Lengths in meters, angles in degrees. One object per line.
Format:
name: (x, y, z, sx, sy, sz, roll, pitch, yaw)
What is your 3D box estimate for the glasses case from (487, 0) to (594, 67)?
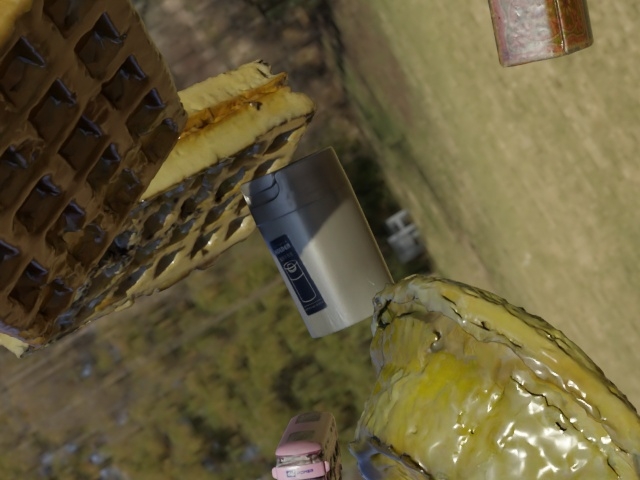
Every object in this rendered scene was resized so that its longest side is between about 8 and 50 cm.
glasses case: (0.113, -0.214, 0.768, 0.075, 0.049, 0.218, -37, -63, -67)

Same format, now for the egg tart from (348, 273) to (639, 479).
egg tart: (0.143, 0.178, 1.031, 0.345, 0.132, 0.345, 38, 163, 14)

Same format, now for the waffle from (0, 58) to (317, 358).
waffle: (-0.188, -0.042, 1.467, 0.114, 0.376, 0.261, 49, 137, 13)

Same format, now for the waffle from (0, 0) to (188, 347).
waffle: (-0.194, -0.061, 0.830, 0.098, 0.224, 0.327, 32, 170, 15)

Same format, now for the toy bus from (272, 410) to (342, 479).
toy bus: (-0.012, 0.255, 1.535, 0.203, 0.063, 0.090, -54, -44, -83)

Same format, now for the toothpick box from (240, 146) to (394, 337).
toothpick box: (0.000, 0.000, 1.426, 0.111, 0.111, 0.180, -95, -20, -85)
